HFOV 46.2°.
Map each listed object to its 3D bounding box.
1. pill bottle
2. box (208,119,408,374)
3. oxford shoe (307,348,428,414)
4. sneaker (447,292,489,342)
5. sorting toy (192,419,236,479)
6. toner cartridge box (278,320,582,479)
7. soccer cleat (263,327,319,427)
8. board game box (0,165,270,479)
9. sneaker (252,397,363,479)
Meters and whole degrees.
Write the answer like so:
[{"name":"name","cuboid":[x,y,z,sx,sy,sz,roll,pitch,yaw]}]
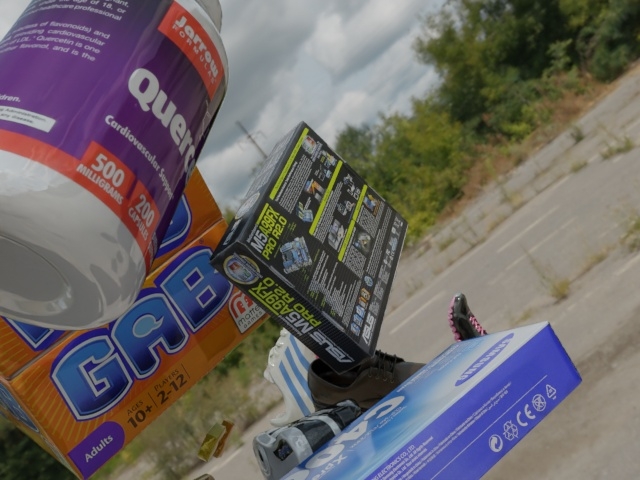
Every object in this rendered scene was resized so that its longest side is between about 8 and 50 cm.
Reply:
[{"name":"pill bottle","cuboid":[-0.185,-0.100,0.616,0.181,0.181,0.323,-40,27,48]},{"name":"box","cuboid":[0.000,0.000,0.949,0.060,0.216,0.270,-36,21,36]},{"name":"oxford shoe","cuboid":[0.089,0.187,0.993,0.227,0.096,0.083,-5,39,13]},{"name":"sneaker","cuboid":[0.216,0.129,1.059,0.057,0.119,0.047,-6,16,33]},{"name":"sorting toy","cuboid":[-0.210,0.433,1.179,0.229,0.041,0.307,72,-139,-75]},{"name":"toner cartridge box","cuboid":[0.082,0.205,0.728,0.347,0.075,0.165,-31,1,-31]},{"name":"soccer cleat","cuboid":[-0.042,0.196,1.393,0.143,0.331,0.116,-2,-5,20]},{"name":"board game box","cuboid":[-0.365,0.050,1.098,0.356,0.356,0.356,-41,29,-30]},{"name":"sneaker","cuboid":[-0.003,0.249,0.917,0.121,0.079,0.217,-19,-11,-23]}]
